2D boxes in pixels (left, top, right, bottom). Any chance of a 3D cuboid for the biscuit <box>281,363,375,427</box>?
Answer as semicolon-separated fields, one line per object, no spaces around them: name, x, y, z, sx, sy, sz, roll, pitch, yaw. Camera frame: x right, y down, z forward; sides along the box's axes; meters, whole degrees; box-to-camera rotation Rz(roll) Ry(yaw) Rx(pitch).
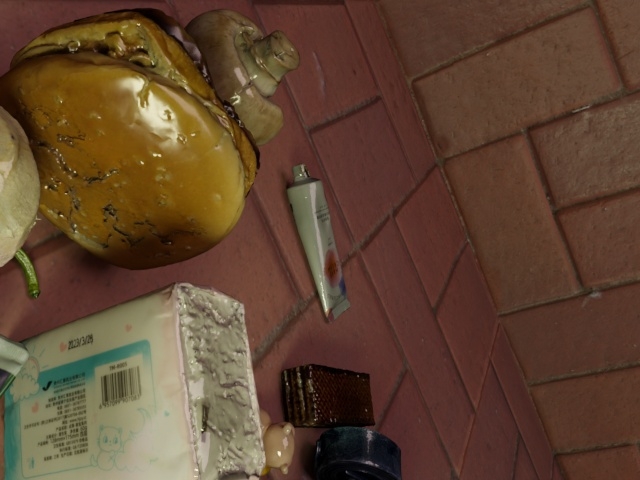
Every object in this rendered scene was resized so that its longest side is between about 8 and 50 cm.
biscuit;0.021;0.302;1.235;0.252;0.070;0.106;27;51;-55

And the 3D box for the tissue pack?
tissue pack;-0.201;0.173;0.673;0.124;0.271;0.202;12;63;-57

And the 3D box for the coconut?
coconut;-0.364;-0.049;0.625;0.194;0.194;0.195;41;40;-45

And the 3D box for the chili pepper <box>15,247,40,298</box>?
chili pepper;-0.351;0.030;0.762;0.083;0.017;0.030;65;29;-14

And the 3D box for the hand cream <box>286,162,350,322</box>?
hand cream;0.000;0.000;1.399;0.124;0.077;0.341;-30;105;-64

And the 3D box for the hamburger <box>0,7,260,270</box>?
hamburger;-0.233;-0.112;0.783;0.304;0.284;0.174;51;35;-34

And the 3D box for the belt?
belt;0.068;0.406;1.176;0.190;0.141;0.082;45;34;-39

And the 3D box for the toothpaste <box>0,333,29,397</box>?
toothpaste;-0.363;0.236;0.509;0.098;0.061;0.392;33;52;-23

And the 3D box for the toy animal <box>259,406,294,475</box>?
toy animal;-0.072;0.313;1.037;0.091;0.081;0.115;16;59;-60

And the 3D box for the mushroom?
mushroom;-0.157;-0.302;1.151;0.189;0.195;0.254;4;67;-58
